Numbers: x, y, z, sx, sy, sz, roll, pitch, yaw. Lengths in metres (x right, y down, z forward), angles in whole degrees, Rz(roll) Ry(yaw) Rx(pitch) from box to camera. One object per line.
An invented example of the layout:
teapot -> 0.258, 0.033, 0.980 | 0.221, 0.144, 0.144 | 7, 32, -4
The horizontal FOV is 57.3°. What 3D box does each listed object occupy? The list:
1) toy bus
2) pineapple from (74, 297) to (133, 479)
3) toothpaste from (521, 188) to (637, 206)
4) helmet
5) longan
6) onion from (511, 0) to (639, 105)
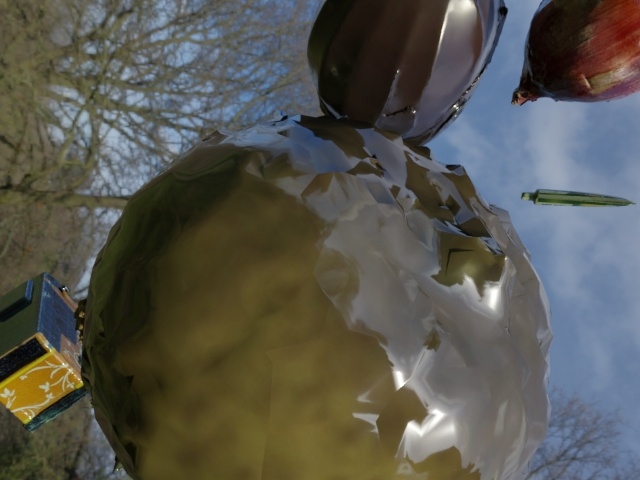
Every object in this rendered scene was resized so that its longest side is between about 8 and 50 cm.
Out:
toy bus -> -0.596, 0.221, 1.246 | 0.194, 0.161, 0.323 | 59, -7, -30
pineapple -> -0.267, 0.203, 0.847 | 0.119, 0.130, 0.278 | -38, -117, 30
toothpaste -> 0.489, -0.079, 1.117 | 0.049, 0.204, 0.032 | -37, 130, -71
helmet -> 0.087, -0.238, 0.714 | 0.306, 0.224, 0.177 | -64, 168, 21
longan -> -0.001, 0.072, 0.509 | 0.391, 0.390, 0.392 | 180, -90, -65
onion -> 0.298, -0.219, 0.666 | 0.194, 0.159, 0.160 | -31, -120, 39
